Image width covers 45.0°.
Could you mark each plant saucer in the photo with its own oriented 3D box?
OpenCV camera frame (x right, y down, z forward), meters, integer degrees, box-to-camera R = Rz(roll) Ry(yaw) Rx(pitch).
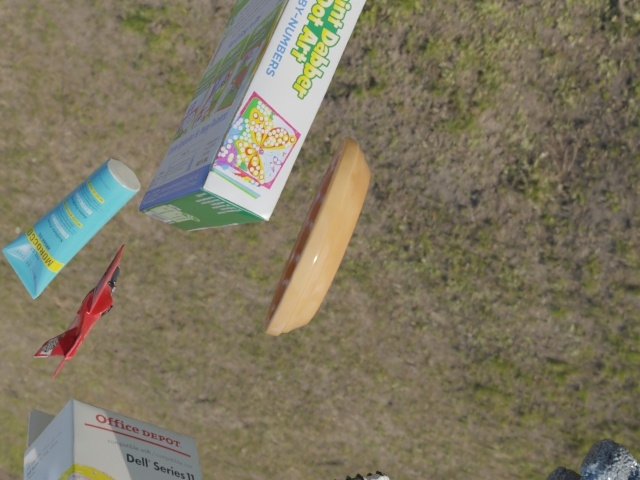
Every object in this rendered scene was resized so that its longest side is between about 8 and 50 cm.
[{"bbox_3d":[0.000,0.000,0.729,0.037,0.200,0.200,24,147,-4],"label":"plant saucer"}]

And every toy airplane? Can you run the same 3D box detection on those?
[{"bbox_3d":[-0.224,0.074,0.738,0.028,0.151,0.151,36,146,-8],"label":"toy airplane"}]

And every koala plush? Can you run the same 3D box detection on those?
[{"bbox_3d":[0.347,0.420,1.041,0.203,0.221,0.196,55,150,23],"label":"koala plush"}]

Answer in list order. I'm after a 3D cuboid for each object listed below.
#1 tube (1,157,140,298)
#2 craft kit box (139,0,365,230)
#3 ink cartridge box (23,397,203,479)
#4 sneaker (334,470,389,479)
[{"bbox_3d":[-0.314,-0.019,0.969,0.207,0.052,0.080,-40,74,17],"label":"tube"},{"bbox_3d":[-0.052,-0.130,0.614,0.061,0.247,0.250,24,171,-20],"label":"craft kit box"},{"bbox_3d":[-0.255,0.338,0.978,0.207,0.353,0.119,30,112,-35],"label":"ink cartridge box"},{"bbox_3d":[0.055,0.355,0.983,0.078,0.106,0.234,-21,160,7],"label":"sneaker"}]
